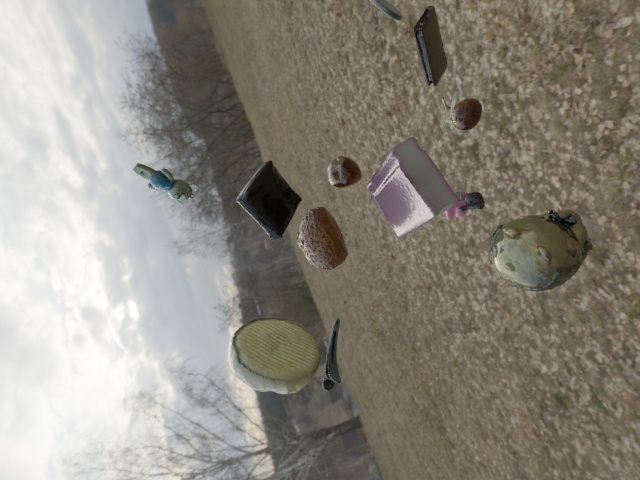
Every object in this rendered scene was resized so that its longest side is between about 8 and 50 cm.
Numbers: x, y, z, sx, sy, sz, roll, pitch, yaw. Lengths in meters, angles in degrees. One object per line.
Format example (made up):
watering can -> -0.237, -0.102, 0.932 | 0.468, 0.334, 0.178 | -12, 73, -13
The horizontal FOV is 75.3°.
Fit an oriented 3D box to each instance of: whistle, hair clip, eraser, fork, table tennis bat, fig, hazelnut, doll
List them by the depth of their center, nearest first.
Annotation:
doll -> 0.674, 0.021, 1.244 | 0.247, 0.349, 0.247 | 3, 94, 53
hair clip -> 0.038, 0.346, 1.295 | 0.070, 0.039, 0.229 | -54, 22, 41
table tennis bat -> 0.199, -0.797, 1.375 | 0.038, 0.149, 0.237 | -51, 33, 37
whistle -> -0.566, -0.209, 1.512 | 0.235, 0.114, 0.077 | 29, -143, -40
eraser -> 0.319, -0.177, 1.524 | 0.272, 0.122, 0.359 | 56, 168, 7
hazelnut -> 0.105, -0.288, 1.785 | 0.154, 0.143, 0.143 | 5, 115, 54
fork -> 0.573, -0.566, 1.820 | 0.034, 0.028, 0.219 | 36, 158, 22
fig -> 0.636, -0.593, 1.928 | 0.201, 0.146, 0.134 | 30, 152, 41

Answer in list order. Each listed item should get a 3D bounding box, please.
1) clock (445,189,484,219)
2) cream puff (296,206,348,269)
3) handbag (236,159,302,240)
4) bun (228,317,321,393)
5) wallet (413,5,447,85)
clock -> 0.722, -0.193, 2.105 | 0.194, 0.195, 0.100 | -68, -39, -61
cream puff -> 0.000, 0.000, 1.964 | 0.303, 0.212, 0.303 | -26, -90, -87
handbag -> -0.177, -0.154, 1.558 | 0.223, 0.080, 0.247 | 47, -135, -23
bun -> -0.140, 0.366, 1.278 | 0.287, 0.287, 0.146 | -121, 35, -53
wallet -> 0.322, -0.554, 1.200 | 0.031, 0.110, 0.198 | 15, 155, 36
